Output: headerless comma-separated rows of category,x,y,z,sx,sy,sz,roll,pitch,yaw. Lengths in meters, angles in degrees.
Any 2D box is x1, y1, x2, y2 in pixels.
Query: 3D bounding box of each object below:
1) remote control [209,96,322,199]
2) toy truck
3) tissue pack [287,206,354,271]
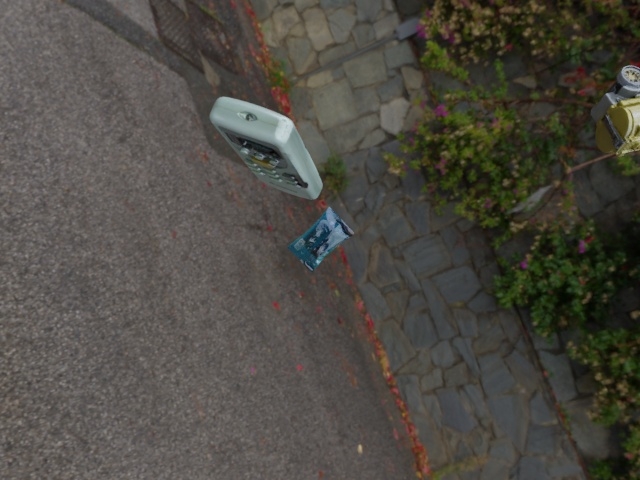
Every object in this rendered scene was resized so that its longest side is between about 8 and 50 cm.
remote control,-0.083,-0.144,0.934,0.056,0.140,0.296,-65,166,-9
toy truck,0.283,-0.108,0.449,0.052,0.123,0.062,97,-22,-63
tissue pack,0.000,0.000,1.244,0.085,0.138,0.028,47,9,5
